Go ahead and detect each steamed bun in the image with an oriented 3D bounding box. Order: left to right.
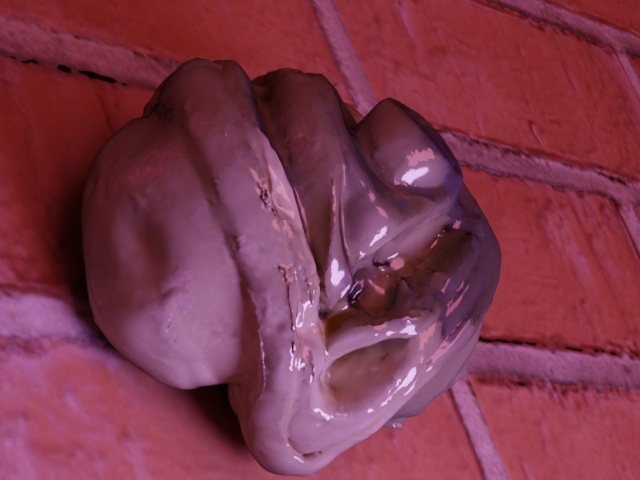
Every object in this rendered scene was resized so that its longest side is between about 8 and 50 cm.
[{"bbox_3d":[0.000,0.000,1.439,0.352,0.247,0.339,53,32,-11],"label":"steamed bun"}]
